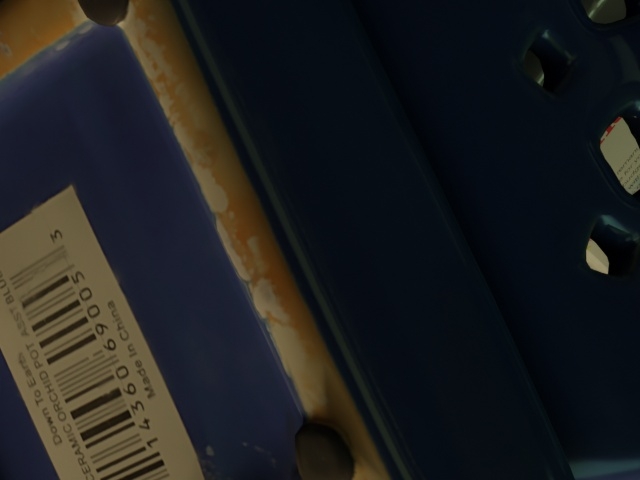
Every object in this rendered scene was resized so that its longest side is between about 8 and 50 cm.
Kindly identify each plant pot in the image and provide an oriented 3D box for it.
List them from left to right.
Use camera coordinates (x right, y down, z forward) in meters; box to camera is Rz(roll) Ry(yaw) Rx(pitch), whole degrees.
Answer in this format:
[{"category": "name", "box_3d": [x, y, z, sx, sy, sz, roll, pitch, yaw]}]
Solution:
[{"category": "plant pot", "box_3d": [0.000, 0.000, 0.577, 0.236, 0.236, 0.212, -28, 175, 42]}]

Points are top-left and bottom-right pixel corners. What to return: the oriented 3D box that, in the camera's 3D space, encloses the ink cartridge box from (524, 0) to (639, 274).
[{"category": "ink cartridge box", "box_3d": [0.107, -0.077, 0.856, 0.128, 0.127, 0.176, -52, 154, 1]}]
